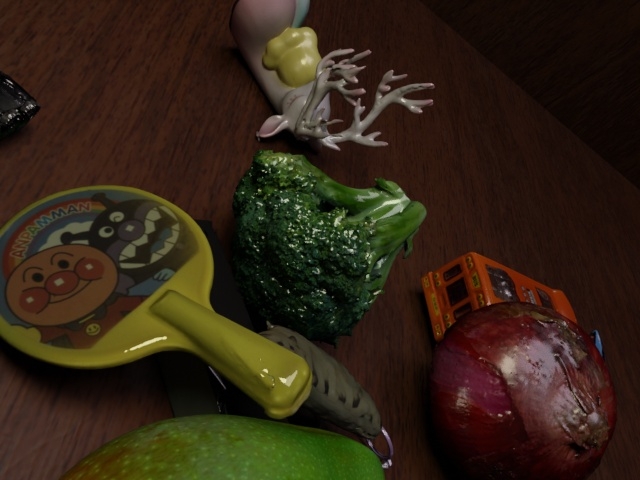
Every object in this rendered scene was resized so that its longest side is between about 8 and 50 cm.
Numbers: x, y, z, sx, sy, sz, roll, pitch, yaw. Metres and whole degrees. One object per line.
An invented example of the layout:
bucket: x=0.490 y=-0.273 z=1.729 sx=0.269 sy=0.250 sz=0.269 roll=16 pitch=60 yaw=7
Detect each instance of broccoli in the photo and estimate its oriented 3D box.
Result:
broccoli: x=0.000 y=0.000 z=0.840 sx=0.245 sy=0.294 sz=0.265 roll=-23 pitch=102 yaw=-23

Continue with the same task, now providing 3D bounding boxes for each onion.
onion: x=0.276 y=0.219 z=0.910 sx=0.276 sy=0.276 sz=0.276 roll=28 pitch=39 yaw=-26

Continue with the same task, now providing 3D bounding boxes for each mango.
mango: x=-0.077 y=0.247 z=0.538 sx=0.381 sy=0.201 sz=0.226 roll=-1 pitch=100 yaw=-48

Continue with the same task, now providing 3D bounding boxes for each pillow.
pillow: x=-0.008 y=0.151 z=0.744 sx=0.241 sy=0.051 sz=0.093 roll=38 pitch=23 yaw=-39

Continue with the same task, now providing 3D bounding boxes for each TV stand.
TV stand: x=-0.132 y=0.106 z=0.738 sx=0.088 sy=0.083 sz=0.270 roll=1 pitch=55 yaw=-46

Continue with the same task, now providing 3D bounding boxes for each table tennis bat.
table tennis bat: x=-0.169 y=0.057 z=0.647 sx=0.368 sy=0.054 sz=0.224 roll=30 pitch=50 yaw=17

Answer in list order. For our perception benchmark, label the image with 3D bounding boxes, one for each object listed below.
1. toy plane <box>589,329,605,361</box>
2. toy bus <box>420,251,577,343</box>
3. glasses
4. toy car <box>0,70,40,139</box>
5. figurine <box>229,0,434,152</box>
toy plane: x=0.466 y=0.254 z=1.172 sx=0.078 sy=0.169 sz=0.247 roll=10 pitch=50 yaw=11
toy bus: x=0.329 y=0.138 z=1.143 sx=0.329 sy=0.153 sz=0.143 roll=23 pitch=43 yaw=-34
glasses: x=0.018 y=0.241 z=0.818 sx=0.103 sy=0.062 sz=0.140 roll=-26 pitch=76 yaw=-32
toy car: x=-0.381 y=-0.128 z=0.708 sx=0.071 sy=0.062 sz=0.165 roll=42 pitch=35 yaw=-7
figurine: x=-0.010 y=-0.276 z=1.089 sx=0.206 sy=0.284 sz=0.316 roll=-20 pitch=84 yaw=-52
